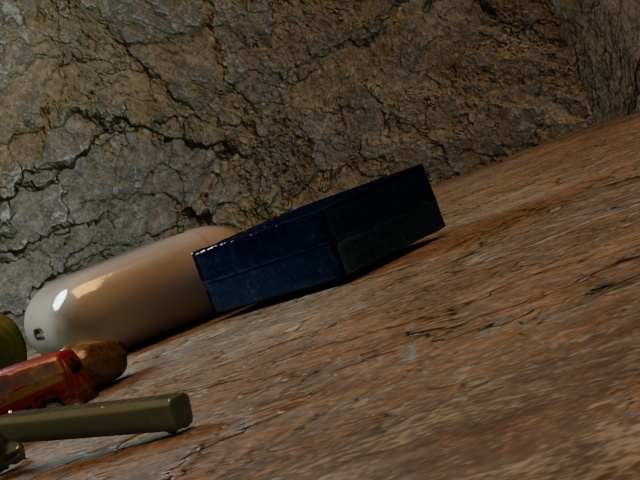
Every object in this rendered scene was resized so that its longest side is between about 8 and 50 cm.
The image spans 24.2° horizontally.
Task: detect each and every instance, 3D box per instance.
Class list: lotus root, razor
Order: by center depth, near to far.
[{"bbox_3d":[-0.227,0.166,1.319,0.278,0.056,0.111,-18,2,34],"label":"razor"},{"bbox_3d":[-0.286,0.155,1.853,0.072,0.063,0.152,12,12,27],"label":"lotus root"}]

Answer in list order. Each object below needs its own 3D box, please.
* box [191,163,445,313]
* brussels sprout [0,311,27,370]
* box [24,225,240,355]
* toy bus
[{"bbox_3d":[0.000,0.000,2.215,0.261,0.116,0.279,-16,4,39],"label":"box"},{"bbox_3d":[-0.487,0.159,1.932,0.223,0.161,0.223,-6,-26,-3],"label":"brussels sprout"},{"bbox_3d":[-0.285,0.085,2.354,0.349,0.141,0.288,-22,2,-26],"label":"box"},{"bbox_3d":[-0.340,0.178,1.647,0.174,0.077,0.079,-19,3,8],"label":"toy bus"}]
